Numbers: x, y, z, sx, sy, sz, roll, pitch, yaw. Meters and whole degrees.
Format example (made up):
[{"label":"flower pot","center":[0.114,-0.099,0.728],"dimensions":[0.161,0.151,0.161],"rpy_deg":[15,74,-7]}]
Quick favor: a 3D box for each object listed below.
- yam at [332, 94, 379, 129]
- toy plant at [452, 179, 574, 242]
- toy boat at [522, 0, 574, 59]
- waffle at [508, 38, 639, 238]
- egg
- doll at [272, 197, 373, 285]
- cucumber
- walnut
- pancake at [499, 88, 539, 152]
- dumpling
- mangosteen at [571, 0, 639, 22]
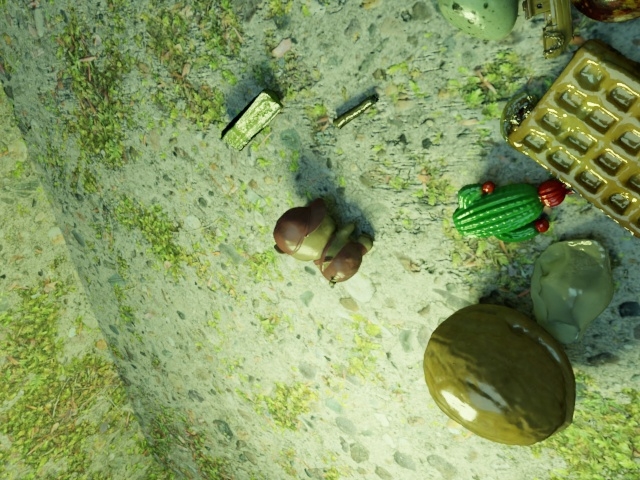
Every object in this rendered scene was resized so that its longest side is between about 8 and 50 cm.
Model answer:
[{"label":"yam","center":[0.082,-0.313,1.103],"dimensions":[0.130,0.027,0.033],"rpy_deg":[-28,97,40]},{"label":"toy plant","center":[0.406,-0.060,0.978],"dimensions":[0.241,0.088,0.154],"rpy_deg":[2,128,22]},{"label":"toy boat","center":[0.390,-0.424,0.798],"dimensions":[0.072,0.064,0.205],"rpy_deg":[-11,107,21]},{"label":"waffle","center":[0.521,-0.168,0.788],"dimensions":[0.328,0.098,0.224],"rpy_deg":[41,132,13]},{"label":"egg","center":[0.286,-0.436,0.826],"dimensions":[0.131,0.131,0.164],"rpy_deg":[-33,99,41]},{"label":"doll","center":[0.000,0.000,1.248],"dimensions":[0.256,0.152,0.196],"rpy_deg":[33,98,-3]},{"label":"cucumber","center":[-0.188,-0.338,1.262],"dimensions":[0.078,0.062,0.211],"rpy_deg":[32,131,-28]},{"label":"walnut","center":[0.395,0.301,1.027],"dimensions":[0.333,0.333,0.332],"rpy_deg":[16,122,28]},{"label":"pancake","center":[0.421,-0.228,0.915],"dimensions":[0.130,0.023,0.116],"rpy_deg":[36,129,20]},{"label":"dumpling","center":[0.518,0.093,0.969],"dimensions":[0.166,0.126,0.215],"rpy_deg":[34,150,50]},{"label":"mangosteen","center":[0.491,-0.414,0.681],"dimensions":[0.217,0.192,0.192],"rpy_deg":[21,131,-14]}]
